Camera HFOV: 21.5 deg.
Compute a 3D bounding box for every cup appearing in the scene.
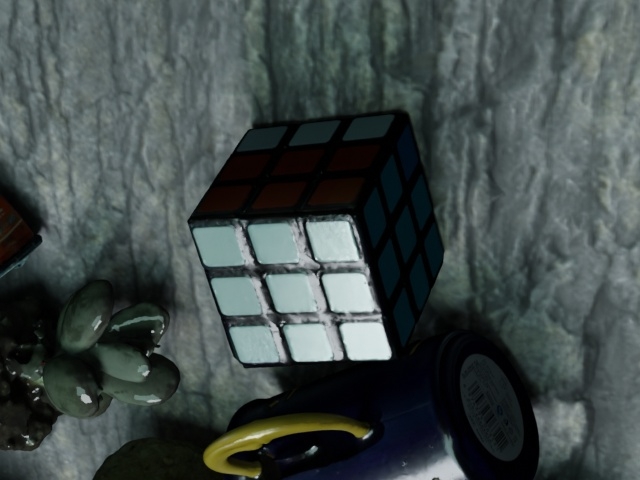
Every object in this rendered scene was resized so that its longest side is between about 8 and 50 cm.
[{"bbox_3d":[0.039,0.205,1.535,0.256,0.255,0.178,-25,91,33],"label":"cup"}]

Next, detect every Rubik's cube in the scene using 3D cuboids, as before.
[{"bbox_3d":[0.000,0.000,1.457,0.163,0.160,0.162,-5,122,24],"label":"Rubik's cube"}]

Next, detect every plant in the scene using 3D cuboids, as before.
[{"bbox_3d":[-0.264,0.124,1.670,0.274,0.149,0.146,-16,136,32],"label":"plant"}]

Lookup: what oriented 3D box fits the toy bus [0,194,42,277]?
[{"bbox_3d":[-0.401,0.029,1.674,0.265,0.121,0.120,-27,102,35],"label":"toy bus"}]

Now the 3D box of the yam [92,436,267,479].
[{"bbox_3d":[-0.144,0.349,1.751,0.195,0.195,0.300,14,130,12],"label":"yam"}]
